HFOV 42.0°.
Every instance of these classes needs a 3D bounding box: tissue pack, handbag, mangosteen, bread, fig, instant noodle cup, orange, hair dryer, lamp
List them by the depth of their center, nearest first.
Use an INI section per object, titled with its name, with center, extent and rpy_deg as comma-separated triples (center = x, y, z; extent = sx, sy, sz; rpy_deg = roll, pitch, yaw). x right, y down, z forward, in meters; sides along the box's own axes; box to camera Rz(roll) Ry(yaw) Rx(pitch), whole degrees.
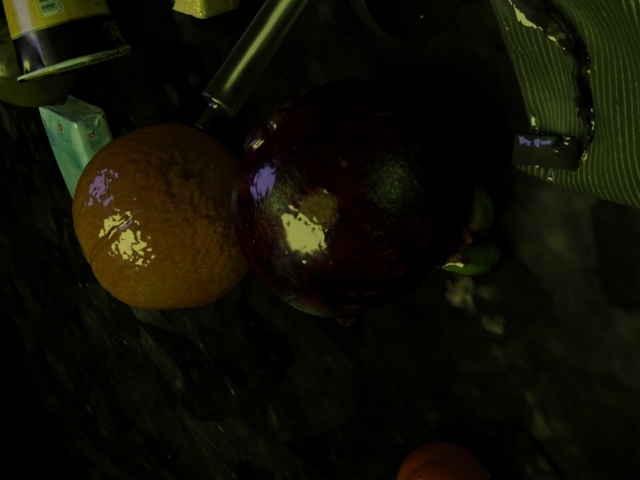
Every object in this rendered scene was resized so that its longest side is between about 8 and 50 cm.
[handbag]
center = 0.263, -0.187, 0.675
extent = 0.240, 0.247, 0.341
rpy_deg = 9, 132, 50
[hair dryer]
center = -0.005, -0.244, 0.990
extent = 0.320, 0.155, 0.284
rpy_deg = 12, 87, 51
[mangosteen]
center = 0.060, -0.029, 1.043
extent = 0.359, 0.306, 0.306
rpy_deg = 44, 149, -11
[bread]
center = -0.175, -0.384, 1.212
extent = 0.080, 0.084, 0.109
rpy_deg = 29, 139, 32
[lamp]
center = 0.209, 0.437, 1.348
extent = 0.223, 0.196, 0.223
rpy_deg = -19, -90, -87
[orange]
center = -0.264, -0.030, 1.438
extent = 0.322, 0.322, 0.357
rpy_deg = 52, 154, 5
[instant noodle cup]
center = -0.468, -0.415, 1.475
extent = 0.215, 0.215, 0.236
rpy_deg = 3, 114, 51
[fig]
center = -0.573, -0.346, 1.667
extent = 0.203, 0.203, 0.225
rpy_deg = 28, 159, 36
[tissue pack]
center = -0.510, -0.173, 1.828
extent = 0.177, 0.089, 0.263
rpy_deg = 26, 136, 40

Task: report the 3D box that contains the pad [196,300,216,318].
[pad]
center = -0.320, 0.049, 1.860
extent = 0.267, 0.004, 0.181
rpy_deg = 45, 146, 17

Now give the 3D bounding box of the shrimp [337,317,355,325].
[shrimp]
center = 0.000, 0.000, 1.254
extent = 0.054, 0.222, 0.290
rpy_deg = -16, 106, 10
